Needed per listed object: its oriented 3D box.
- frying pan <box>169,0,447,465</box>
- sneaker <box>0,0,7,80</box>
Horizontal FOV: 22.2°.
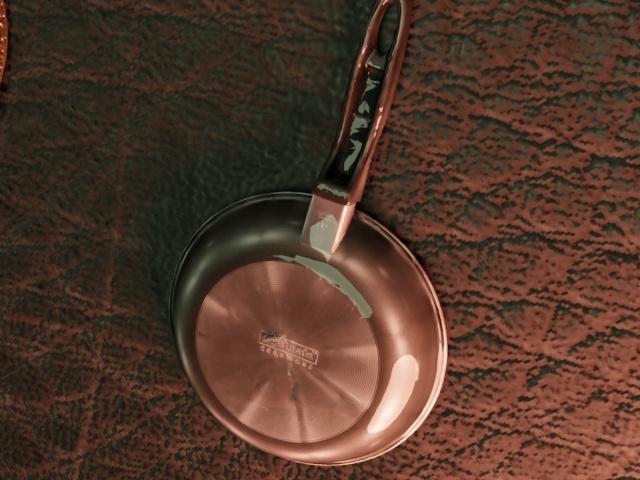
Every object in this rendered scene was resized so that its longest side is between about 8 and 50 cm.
[{"bbox_3d":[0.021,0.021,1.045,0.197,0.053,0.326,41,119,3],"label":"frying pan"},{"bbox_3d":[-0.254,-0.165,1.081,0.071,0.066,0.188,13,107,33],"label":"sneaker"}]
